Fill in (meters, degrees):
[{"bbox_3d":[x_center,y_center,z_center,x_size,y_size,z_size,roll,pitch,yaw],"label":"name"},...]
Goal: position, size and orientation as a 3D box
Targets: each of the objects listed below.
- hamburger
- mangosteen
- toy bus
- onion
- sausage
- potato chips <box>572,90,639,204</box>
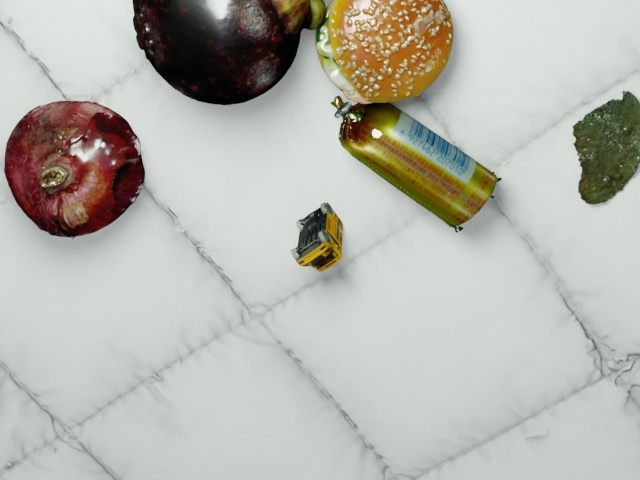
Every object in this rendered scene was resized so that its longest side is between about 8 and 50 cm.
[{"bbox_3d":[0.106,-0.329,1.789,0.237,0.147,0.236,1,117,1],"label":"hamburger"},{"bbox_3d":[-0.147,-0.374,1.732,0.297,0.313,0.297,31,152,18],"label":"mangosteen"},{"bbox_3d":[0.000,0.000,1.953,0.070,0.162,0.074,-34,112,19],"label":"toy bus"},{"bbox_3d":[-0.433,-0.120,1.900,0.252,0.219,0.252,1,107,2],"label":"onion"},{"bbox_3d":[0.146,-0.146,1.895,0.317,0.117,0.125,33,100,-9],"label":"sausage"},{"bbox_3d":[0.497,-0.162,1.907,0.142,0.026,0.209,26,115,-6],"label":"potato chips"}]
